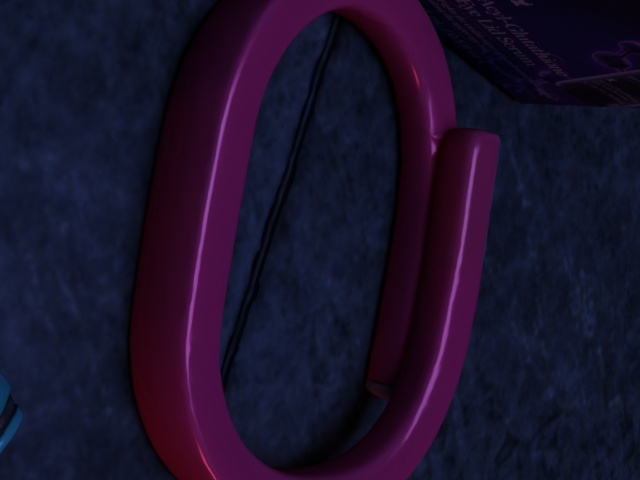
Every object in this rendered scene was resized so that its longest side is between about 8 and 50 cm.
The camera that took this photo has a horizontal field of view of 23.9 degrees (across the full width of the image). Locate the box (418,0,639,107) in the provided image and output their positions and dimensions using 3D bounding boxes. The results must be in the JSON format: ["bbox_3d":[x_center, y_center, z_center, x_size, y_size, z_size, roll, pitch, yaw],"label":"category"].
[{"bbox_3d":[0.168,-0.148,0.817,0.153,0.207,0.108,30,73,-45],"label":"box"}]

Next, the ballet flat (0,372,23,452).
[{"bbox_3d":[-0.212,0.133,0.562,0.087,0.083,0.247,39,65,-16],"label":"ballet flat"}]

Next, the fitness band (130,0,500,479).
[{"bbox_3d":[0.000,0.000,0.780,0.209,0.054,0.291,12,86,-44],"label":"fitness band"}]
